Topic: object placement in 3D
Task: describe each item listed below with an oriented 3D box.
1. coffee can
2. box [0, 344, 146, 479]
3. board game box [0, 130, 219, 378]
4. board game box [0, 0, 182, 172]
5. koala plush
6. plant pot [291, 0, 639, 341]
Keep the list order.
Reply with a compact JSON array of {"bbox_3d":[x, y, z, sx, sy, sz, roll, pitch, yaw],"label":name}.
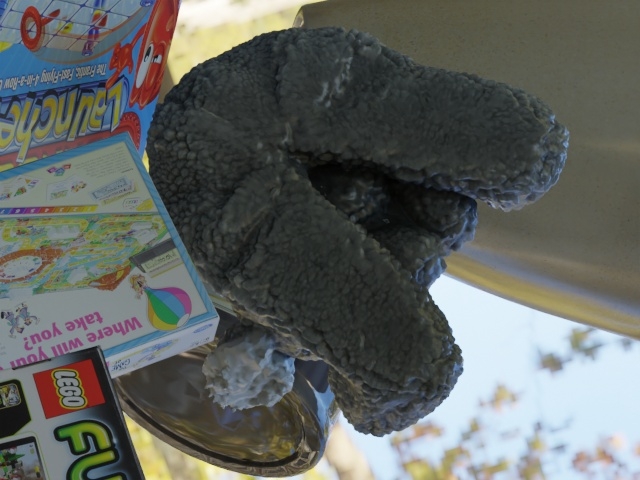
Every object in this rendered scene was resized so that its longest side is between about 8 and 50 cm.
[{"bbox_3d":[-0.035,0.018,1.448,0.201,0.201,0.275,-9,-138,43],"label":"coffee can"},{"bbox_3d":[-0.105,0.134,0.645,0.114,0.036,0.207,-13,-133,-12],"label":"box"},{"bbox_3d":[-0.136,0.022,0.807,0.154,0.103,0.026,-19,158,-20],"label":"board game box"},{"bbox_3d":[-0.166,-0.152,0.995,0.086,0.302,0.308,19,-165,15],"label":"board game box"},{"bbox_3d":[0.000,0.000,1.020,0.196,0.203,0.221,-61,175,-18],"label":"koala plush"},{"bbox_3d":[0.111,-0.076,1.246,0.274,0.256,0.256,9,-173,-8],"label":"plant pot"}]
